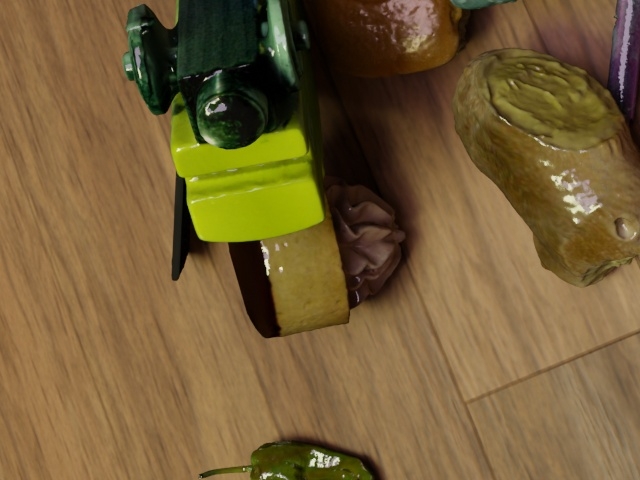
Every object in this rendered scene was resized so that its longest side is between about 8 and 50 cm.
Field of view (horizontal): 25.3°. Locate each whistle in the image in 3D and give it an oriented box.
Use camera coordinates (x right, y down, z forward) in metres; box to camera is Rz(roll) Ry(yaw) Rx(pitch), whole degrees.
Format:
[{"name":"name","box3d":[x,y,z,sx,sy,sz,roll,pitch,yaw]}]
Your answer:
[{"name":"whistle","box3d":[0.305,-0.180,1.429,0.033,0.033,0.176,11,100,32]}]

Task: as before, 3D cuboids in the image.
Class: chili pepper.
[{"name":"chili pepper","box3d":[-0.030,0.268,1.660,0.204,0.073,0.072,11,82,21]}]

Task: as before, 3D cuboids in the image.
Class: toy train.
[{"name":"toy train","box3d":[-0.084,-0.192,1.460,0.179,0.442,0.272,-10,130,5]}]

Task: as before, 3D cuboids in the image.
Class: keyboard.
[{"name":"keyboard","box3d":[-0.169,-0.045,1.698,0.041,0.103,0.381,11,113,-2]}]

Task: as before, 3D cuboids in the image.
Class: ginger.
[{"name":"ginger","box3d":[0.234,-0.066,1.426,0.275,0.130,0.221,45,158,42]}]

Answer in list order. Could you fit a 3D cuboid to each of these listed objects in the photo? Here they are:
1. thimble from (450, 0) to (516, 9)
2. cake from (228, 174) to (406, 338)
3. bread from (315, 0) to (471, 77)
[{"name":"thimble","box3d":[0.183,-0.352,1.398,0.143,0.198,0.235,-8,91,32]},{"name":"cake","box3d":[0.000,0.000,1.578,0.208,0.178,0.185,-155,52,-69]},{"name":"bread","box3d":[0.078,-0.295,1.518,0.174,0.121,0.245,0,92,35]}]
